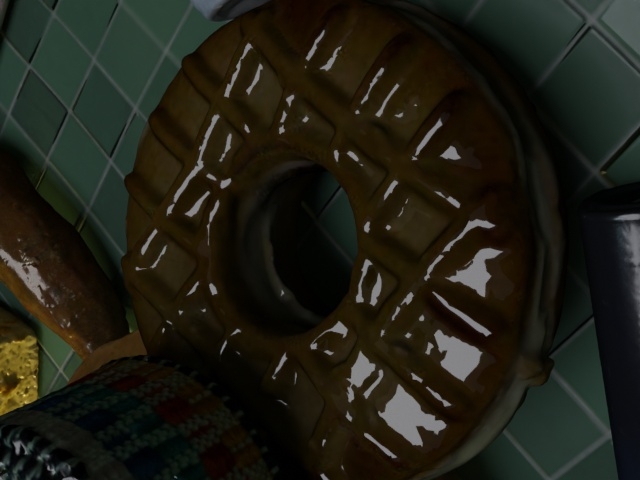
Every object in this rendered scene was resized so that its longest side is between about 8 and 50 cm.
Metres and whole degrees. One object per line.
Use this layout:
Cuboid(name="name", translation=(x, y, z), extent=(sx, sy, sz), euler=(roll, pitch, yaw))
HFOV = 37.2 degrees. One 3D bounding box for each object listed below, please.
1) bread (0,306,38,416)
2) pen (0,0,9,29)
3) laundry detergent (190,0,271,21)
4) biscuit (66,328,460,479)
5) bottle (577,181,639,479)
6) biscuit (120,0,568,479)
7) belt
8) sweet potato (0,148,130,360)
Cuboid(name="bread", translation=(-0.433, 0.131, 1.030), extent=(0.274, 0.114, 0.185), euler=(26, 119, 30))
Cuboid(name="pen", translation=(-0.270, -0.251, 0.819), extent=(0.033, 0.033, 0.269), euler=(45, 128, 16))
Cuboid(name="laundry detergent", translation=(-0.117, -0.310, 0.631), extent=(0.335, 0.087, 0.159), euler=(64, 165, -1))
Cuboid(name="biscuit", translation=(-0.084, 0.237, 0.720), extent=(0.385, 0.062, 0.365), euler=(17, 79, 35))
Cuboid(name="bottle", translation=(0.202, 0.089, 0.554), extent=(0.082, 0.072, 0.245), euler=(-157, 53, -73))
Cuboid(name="biscuit", translation=(0.000, 0.000, 0.617), extent=(0.332, 0.103, 0.332), euler=(1, 92, 37))
Cuboid(name="belt", translation=(-0.130, 0.216, 0.591), extent=(0.206, 0.160, 0.295), euler=(29, 119, 24))
Cuboid(name="sweet potato", translation=(-0.266, 0.012, 0.871), extent=(0.292, 0.097, 0.097), euler=(47, 128, 14))
